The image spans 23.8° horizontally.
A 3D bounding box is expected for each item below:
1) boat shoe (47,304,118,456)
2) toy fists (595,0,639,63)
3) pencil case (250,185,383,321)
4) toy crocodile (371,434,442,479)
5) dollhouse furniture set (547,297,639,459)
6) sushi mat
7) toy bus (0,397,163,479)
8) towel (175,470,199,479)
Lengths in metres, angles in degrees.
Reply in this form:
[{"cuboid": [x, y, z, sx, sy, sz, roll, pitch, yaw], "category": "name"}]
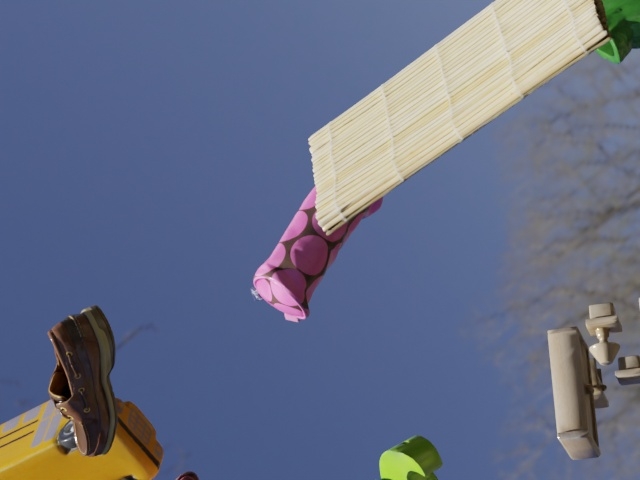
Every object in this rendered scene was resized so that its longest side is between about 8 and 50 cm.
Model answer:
[{"cuboid": [-0.233, 0.140, 1.454, 0.060, 0.178, 0.064, -17, -137, -25], "category": "boat shoe"}, {"cuboid": [0.339, -0.289, 1.739, 0.096, 0.142, 0.279, 56, 179, -27], "category": "toy fists"}, {"cuboid": [0.000, 0.000, 1.917, 0.095, 0.209, 0.098, 17, 153, 39], "category": "pencil case"}, {"cuboid": [0.111, 0.426, 2.094, 0.115, 0.340, 0.105, -8, -160, -41], "category": "toy crocodile"}, {"cuboid": [0.527, 0.210, 2.219, 0.303, 0.355, 0.174, 51, -146, -61], "category": "dollhouse furniture set"}, {"cuboid": [0.118, -0.138, 1.379, 0.019, 0.316, 0.151, 43, -157, -31], "category": "sushi mat"}, {"cuboid": [-0.347, 0.280, 1.851, 0.108, 0.333, 0.130, 53, -157, -24], "category": "toy bus"}, {"cuboid": [-0.202, 0.432, 1.826, 0.037, 0.329, 0.237, 21, -116, 5], "category": "towel"}]
